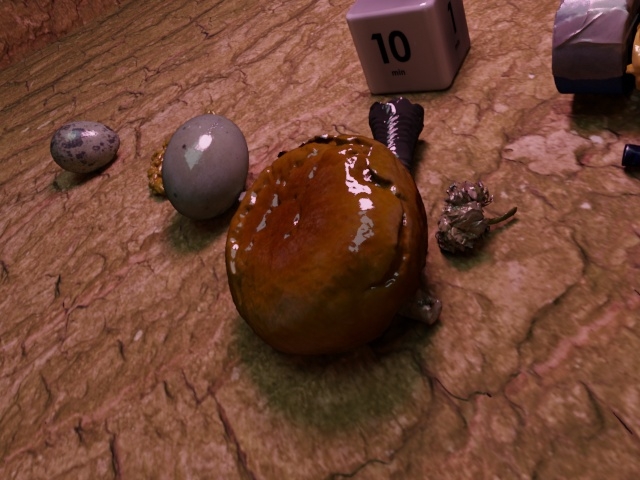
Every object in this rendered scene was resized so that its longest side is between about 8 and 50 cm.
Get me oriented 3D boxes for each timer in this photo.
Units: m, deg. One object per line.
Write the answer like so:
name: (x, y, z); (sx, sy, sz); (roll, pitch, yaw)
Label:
timer: (0.194, -0.451, 1.267); (0.192, 0.195, 0.194); (5, 50, 32)

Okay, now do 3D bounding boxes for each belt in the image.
belt: (0.509, -0.392, 1.026); (0.117, 0.212, 0.347); (12, 48, 34)

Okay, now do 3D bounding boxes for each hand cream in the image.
hand cream: (0.533, -0.121, 0.863); (0.163, 0.039, 0.062); (7, 49, 25)

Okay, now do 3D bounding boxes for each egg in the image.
egg: (-0.229, -0.148, 1.179); (0.169, 0.169, 0.237); (-4, 58, 24)
egg: (-0.600, -0.241, 1.508); (0.172, 0.132, 0.132); (-16, 39, -10)

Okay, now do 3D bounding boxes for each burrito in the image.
burrito: (0.112, 0.081, 0.858); (0.055, 0.041, 0.149); (-33, 35, -29)

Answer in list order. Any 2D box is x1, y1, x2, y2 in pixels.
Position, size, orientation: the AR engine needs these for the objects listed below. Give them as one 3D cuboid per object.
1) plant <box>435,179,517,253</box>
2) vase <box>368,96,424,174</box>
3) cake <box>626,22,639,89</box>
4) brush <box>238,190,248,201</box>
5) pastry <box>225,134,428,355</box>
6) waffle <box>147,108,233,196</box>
plant: (0.238, -0.032, 0.907); (0.121, 0.104, 0.117); (11, 86, -4)
vase: (0.131, -0.140, 1.046); (0.115, 0.115, 0.237); (-9, 48, 20)
cake: (0.605, -0.313, 0.886); (0.227, 0.222, 0.286); (5, 49, 35)
brush: (-0.072, -0.079, 1.139); (0.178, 0.030, 0.033); (-1, 29, 13)
pastry: (0.000, 0.000, 0.865); (0.355, 0.164, 0.356); (-20, 51, 27)
waffle: (-0.295, -0.200, 1.360); (0.237, 0.059, 0.243); (-27, 41, 0)
